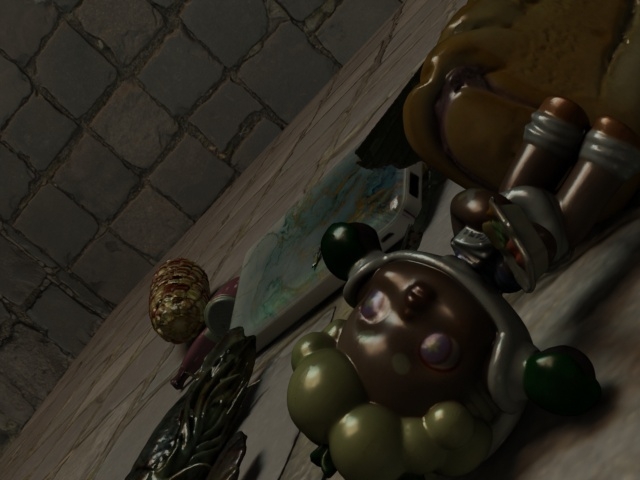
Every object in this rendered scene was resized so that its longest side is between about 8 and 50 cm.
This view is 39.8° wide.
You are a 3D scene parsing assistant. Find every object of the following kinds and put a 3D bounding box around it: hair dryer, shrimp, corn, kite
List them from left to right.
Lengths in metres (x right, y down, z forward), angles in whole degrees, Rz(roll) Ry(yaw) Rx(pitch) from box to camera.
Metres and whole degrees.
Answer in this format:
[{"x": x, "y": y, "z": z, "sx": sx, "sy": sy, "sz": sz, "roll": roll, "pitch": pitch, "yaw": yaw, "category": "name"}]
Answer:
[{"x": -0.209, "y": 0.090, "z": 1.324, "sx": 0.098, "sy": 0.098, "sz": 0.290, "roll": -49, "pitch": 14, "yaw": 0, "category": "corn"}, {"x": -0.091, "y": 0.163, "z": 0.689, "sx": 0.169, "sy": 0.058, "sz": 0.296, "roll": -29, "pitch": 25, "yaw": 43, "category": "shrimp"}, {"x": -0.134, "y": 0.115, "z": 1.052, "sx": 0.154, "sy": 0.054, "sz": 0.106, "roll": -51, "pitch": 5, "yaw": 11, "category": "hair dryer"}, {"x": 0.080, "y": -0.050, "z": 0.581, "sx": 0.229, "sy": 0.012, "sz": 0.250, "roll": -2, "pitch": -67, "yaw": -57, "category": "kite"}]

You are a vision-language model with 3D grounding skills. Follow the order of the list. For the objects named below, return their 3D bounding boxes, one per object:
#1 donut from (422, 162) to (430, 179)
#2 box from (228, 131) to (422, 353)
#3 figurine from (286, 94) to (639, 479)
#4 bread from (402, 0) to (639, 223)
[{"x": 0.093, "y": -0.085, "z": 0.855, "sx": 0.083, "sy": 0.038, "sz": 0.067, "roll": -51, "pitch": 7, "yaw": -2, "category": "donut"}, {"x": 0.000, "y": 0.000, "z": 0.840, "sx": 0.285, "sy": 0.044, "sz": 0.142, "roll": -42, "pitch": 29, "yaw": 41, "category": "box"}, {"x": 0.062, "y": 0.023, "z": 0.384, "sx": 0.147, "sy": 0.093, "sz": 0.197, "roll": 32, "pitch": 93, "yaw": 36, "category": "figurine"}, {"x": 0.142, "y": -0.107, "z": 0.503, "sx": 0.225, "sy": 0.134, "sz": 0.081, "roll": -53, "pitch": -15, "yaw": -32, "category": "bread"}]
